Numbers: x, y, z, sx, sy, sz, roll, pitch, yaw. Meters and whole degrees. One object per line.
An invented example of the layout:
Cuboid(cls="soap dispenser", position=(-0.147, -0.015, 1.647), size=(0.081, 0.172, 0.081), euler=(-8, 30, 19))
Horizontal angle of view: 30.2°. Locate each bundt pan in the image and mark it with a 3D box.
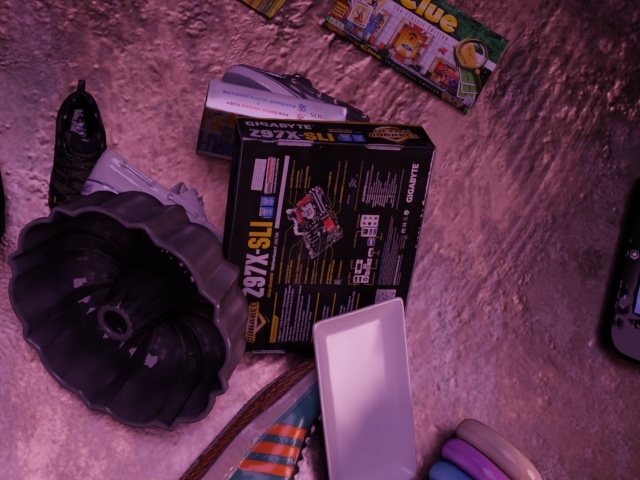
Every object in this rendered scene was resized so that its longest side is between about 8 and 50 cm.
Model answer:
Cuboid(cls="bundt pan", position=(-0.232, 0.077, 1.522), size=(0.331, 0.331, 0.124), euler=(40, 38, 1))

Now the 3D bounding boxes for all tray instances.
Cuboid(cls="tray", position=(0.056, 0.217, 1.600), size=(0.145, 0.030, 0.270), euler=(-15, 108, -31))

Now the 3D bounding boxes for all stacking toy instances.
Cuboid(cls="stacking toy", position=(0.145, 0.403, 1.592), size=(0.141, 0.141, 0.330), euler=(42, 80, 2))

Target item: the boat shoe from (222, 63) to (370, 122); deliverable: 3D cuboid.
Cuboid(cls="boat shoe", position=(-0.030, -0.205, 1.732), size=(0.229, 0.080, 0.076), euler=(25, 56, 0))

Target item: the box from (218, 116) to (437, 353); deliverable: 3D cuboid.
Cuboid(cls="box", position=(0.000, 0.000, 1.575), size=(0.257, 0.079, 0.322), euler=(2, 118, -12))

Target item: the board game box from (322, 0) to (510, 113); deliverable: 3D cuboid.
Cuboid(cls="board game box", position=(0.148, -0.317, 1.813), size=(0.260, 0.030, 0.136), euler=(31, 71, -2))

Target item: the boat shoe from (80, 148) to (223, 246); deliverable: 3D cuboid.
Cuboid(cls="boat shoe", position=(-0.197, -0.039, 1.615), size=(0.258, 0.095, 0.084), euler=(30, 76, -29))

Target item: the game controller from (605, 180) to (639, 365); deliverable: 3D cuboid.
Cuboid(cls="game controller", position=(0.531, 0.043, 1.771), size=(0.167, 0.067, 0.319), euler=(18, 73, -5))

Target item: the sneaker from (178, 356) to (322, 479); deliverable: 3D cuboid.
Cuboid(cls="sneaker", position=(-0.068, 0.287, 1.592), size=(0.302, 0.108, 0.121), euler=(-45, 103, -19))

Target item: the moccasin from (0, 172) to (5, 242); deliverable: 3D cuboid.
Cuboid(cls="moccasin", position=(-0.526, -0.144, 1.591), size=(0.147, 0.139, 0.380), euler=(-21, 80, -13))

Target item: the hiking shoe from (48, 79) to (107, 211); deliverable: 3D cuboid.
Cuboid(cls="hiking shoe", position=(-0.335, -0.102, 1.627), size=(0.086, 0.114, 0.226), euler=(-5, 77, -11))

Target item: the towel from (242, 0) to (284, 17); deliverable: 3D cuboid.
Cuboid(cls="towel", position=(-0.147, -0.437, 1.793), size=(0.237, 0.021, 0.102), euler=(32, 72, -1))

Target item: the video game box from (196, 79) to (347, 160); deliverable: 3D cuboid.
Cuboid(cls="video game box", position=(-0.073, -0.150, 1.640), size=(0.187, 0.205, 0.048), euler=(9, 76, -7))
